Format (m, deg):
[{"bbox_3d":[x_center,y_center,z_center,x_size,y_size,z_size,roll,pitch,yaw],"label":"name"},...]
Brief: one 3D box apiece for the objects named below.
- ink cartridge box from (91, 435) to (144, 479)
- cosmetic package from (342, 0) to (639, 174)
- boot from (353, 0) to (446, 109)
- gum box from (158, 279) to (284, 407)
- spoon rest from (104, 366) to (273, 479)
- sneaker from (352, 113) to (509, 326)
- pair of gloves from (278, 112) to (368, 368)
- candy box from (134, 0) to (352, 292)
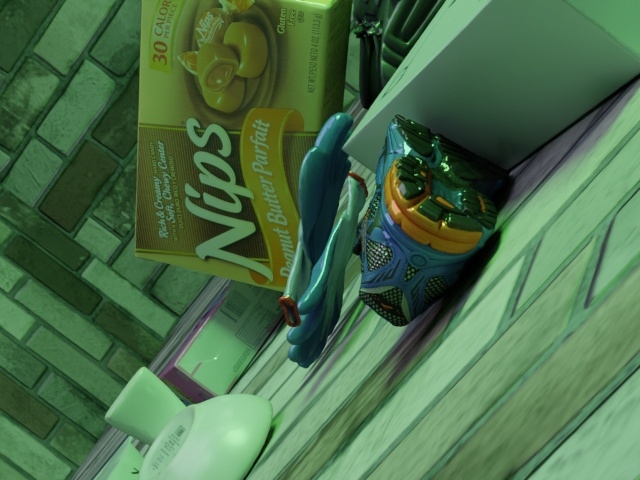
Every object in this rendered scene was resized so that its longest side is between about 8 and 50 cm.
[{"bbox_3d":[-0.213,0.291,1.652,0.165,0.065,0.332,-51,5,19],"label":"ink cartridge box"},{"bbox_3d":[0.169,-0.184,1.218,0.284,0.097,0.377,-57,5,-18],"label":"cosmetic package"},{"bbox_3d":[0.123,-0.275,1.661,0.445,0.146,0.367,-73,1,-85],"label":"boot"},{"bbox_3d":[-0.086,0.084,1.998,0.188,0.062,0.107,-54,4,-21],"label":"gum box"},{"bbox_3d":[-0.097,0.162,1.474,0.137,0.084,0.276,-54,17,-3],"label":"spoon rest"},{"bbox_3d":[0.055,-0.014,1.147,0.087,0.083,0.221,-60,-2,17],"label":"sneaker"},{"bbox_3d":[0.000,0.000,1.399,0.198,0.023,0.159,70,-146,-67],"label":"pair of gloves"},{"bbox_3d":[-0.077,-0.114,1.850,0.087,0.183,0.316,-57,-23,-54],"label":"candy box"}]
